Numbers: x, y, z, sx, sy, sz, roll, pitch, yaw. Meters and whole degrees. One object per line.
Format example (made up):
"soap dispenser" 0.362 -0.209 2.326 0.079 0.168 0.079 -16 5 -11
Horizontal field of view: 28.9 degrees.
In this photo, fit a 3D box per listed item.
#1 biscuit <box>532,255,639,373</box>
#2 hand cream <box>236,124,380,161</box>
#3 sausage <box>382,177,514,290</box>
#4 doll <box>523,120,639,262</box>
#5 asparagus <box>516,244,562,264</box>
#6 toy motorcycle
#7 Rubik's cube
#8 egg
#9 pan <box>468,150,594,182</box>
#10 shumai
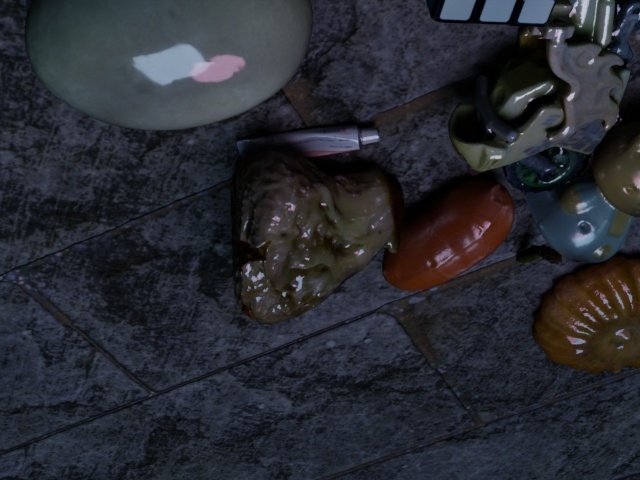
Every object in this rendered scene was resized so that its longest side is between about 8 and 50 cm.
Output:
"biscuit" 0.562 0.153 2.349 0.325 0.107 0.326 -6 145 -4
"hand cream" -0.017 -0.146 1.895 0.216 0.038 0.052 -6 118 4
"sausage" 0.210 -0.004 2.047 0.258 0.133 0.133 -34 136 27
"doll" 0.474 -0.082 1.977 0.177 0.161 0.260 17 133 -40
"asparagus" 0.369 0.024 2.103 0.027 0.034 0.236 -6 180 -5
"toy motorcycle" 0.324 -0.231 1.759 0.237 0.169 0.410 0 132 -25
"Rubik's cube" 0.216 -0.378 1.550 0.163 0.160 0.162 -1 141 -11
"egg" -0.184 -0.263 1.529 0.352 0.258 0.258 -3 141 -10
"pan" 0.332 -0.135 1.956 0.212 0.115 0.040 -14 -172 33
"shumai" 0.004 0.001 1.932 0.283 0.217 0.346 -1 138 -11
